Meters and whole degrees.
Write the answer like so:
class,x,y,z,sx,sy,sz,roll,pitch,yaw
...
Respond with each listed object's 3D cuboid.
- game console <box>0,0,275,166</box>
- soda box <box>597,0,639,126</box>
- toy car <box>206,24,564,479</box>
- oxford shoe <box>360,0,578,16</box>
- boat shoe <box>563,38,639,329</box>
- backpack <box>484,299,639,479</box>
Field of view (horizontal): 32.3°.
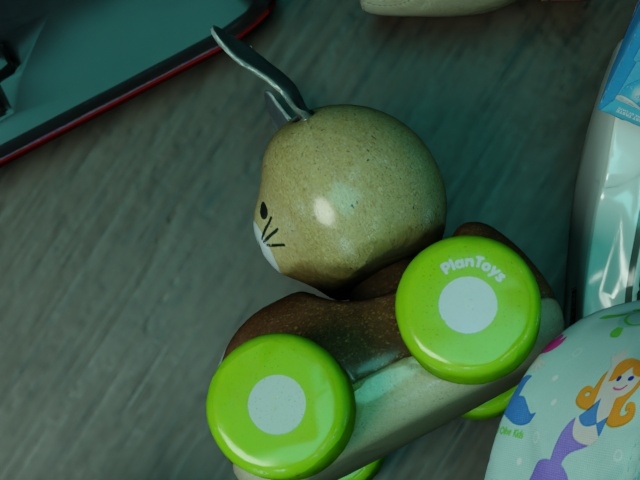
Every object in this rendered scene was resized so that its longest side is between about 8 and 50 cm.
class,x,y,z,sx,sy,sz,roll,pitch,yaw
game console,-0.254,-0.197,0.558,0.342,0.060,0.386,-29,82,1
soda box,0.187,-0.136,0.469,0.071,0.067,0.210,23,60,7
toy car,0.000,0.000,0.473,0.149,0.155,0.188,-28,72,1
oxford shoe,0.044,-0.273,0.512,0.130,0.123,0.348,-10,82,9
boat shoe,0.149,0.021,0.494,0.070,0.078,0.219,5,90,4
backpack,0.184,0.127,0.379,0.254,0.191,0.225,9,86,-19
